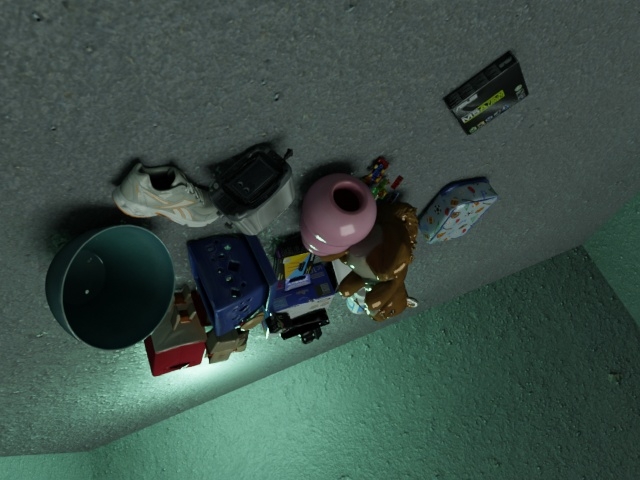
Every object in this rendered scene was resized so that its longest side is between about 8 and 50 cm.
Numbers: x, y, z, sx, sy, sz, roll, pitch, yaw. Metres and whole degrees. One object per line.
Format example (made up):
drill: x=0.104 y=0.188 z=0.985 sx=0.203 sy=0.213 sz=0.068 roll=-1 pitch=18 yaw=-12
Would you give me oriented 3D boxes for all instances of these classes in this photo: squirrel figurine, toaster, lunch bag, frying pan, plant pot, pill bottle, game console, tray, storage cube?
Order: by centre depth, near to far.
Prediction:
toaster: x=-0.148 y=-0.117 z=1.093 sx=0.227 sy=0.129 sz=0.146 roll=-45 pitch=163 yaw=-12
plant pot: x=-0.530 y=0.099 z=1.106 sx=0.195 sy=0.290 sz=0.290 roll=6 pitch=173 yaw=32
plant pot: x=-0.259 y=0.121 z=1.398 sx=0.212 sy=0.236 sz=0.236 roll=-20 pitch=156 yaw=-21
squirrel figurine: x=0.236 y=0.080 z=1.584 sx=0.397 sy=0.281 sz=0.370 roll=-55 pitch=135 yaw=-29
frying pan: x=-0.002 y=0.013 z=1.629 sx=0.326 sy=0.053 sz=0.197 roll=-17 pitch=156 yaw=-6
storage cube: x=-0.526 y=0.341 z=1.645 sx=0.183 sy=0.215 sz=0.193 roll=-9 pitch=146 yaw=-28
lunch bag: x=0.524 y=-0.107 z=1.768 sx=0.243 sy=0.115 sz=0.303 roll=-14 pitch=154 yaw=-26
tray: x=0.114 y=0.095 z=1.776 sx=0.145 sy=0.030 sz=0.270 roll=-28 pitch=128 yaw=-16
pill bottle: x=0.131 y=0.140 z=1.912 sx=0.219 sy=0.123 sz=0.123 roll=-11 pitch=154 yaw=-26
game console: x=-0.063 y=0.395 z=2.010 sx=0.213 sy=0.044 sz=0.361 roll=-19 pitch=156 yaw=-5
pill bottle: x=0.197 y=0.269 z=2.240 sx=0.124 sy=0.124 sz=0.221 roll=-18 pitch=157 yaw=-11

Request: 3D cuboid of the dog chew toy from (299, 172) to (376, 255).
dog chew toy: x=0.032 y=-0.053 z=1.343 sx=0.206 sy=0.207 sz=0.332 roll=-14 pitch=163 yaw=-20

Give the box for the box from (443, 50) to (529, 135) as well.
box: x=0.438 y=-0.376 z=1.206 sx=0.190 sy=0.045 sz=0.184 roll=-34 pitch=157 yaw=21

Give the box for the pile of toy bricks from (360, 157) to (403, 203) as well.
pile of toy bricks: x=0.177 y=-0.154 z=1.388 sx=0.105 sy=0.118 sz=0.212 roll=-45 pitch=170 yaw=-49

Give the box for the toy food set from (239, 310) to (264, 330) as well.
toy food set: x=-0.213 y=0.252 z=1.424 sx=0.082 sy=0.020 sz=0.083 roll=-24 pitch=161 yaw=-27

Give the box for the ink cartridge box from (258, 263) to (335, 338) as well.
ink cartridge box: x=-0.104 y=0.243 z=1.881 sx=0.270 sy=0.151 sz=0.395 roll=-15 pitch=157 yaw=-17

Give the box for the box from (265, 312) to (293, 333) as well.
box: x=-0.154 y=0.310 z=1.725 sx=0.083 sy=0.062 sz=0.052 roll=9 pitch=140 yaw=-48

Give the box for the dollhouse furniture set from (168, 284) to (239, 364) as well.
dollhouse furniture set: x=-0.372 y=0.271 z=1.569 sx=0.262 sy=0.259 sz=0.135 roll=-3 pitch=139 yaw=-34

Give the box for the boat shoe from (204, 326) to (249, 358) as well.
boat shoe: x=-0.463 y=0.432 z=2.034 sx=0.342 sy=0.123 sz=0.123 roll=7 pitch=113 yaw=-41

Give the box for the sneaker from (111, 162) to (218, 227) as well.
sneaker: x=-0.317 y=-0.105 z=1.037 sx=0.262 sy=0.099 sz=0.121 roll=4 pitch=140 yaw=-48

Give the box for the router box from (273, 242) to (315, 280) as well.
router box: x=-0.091 y=0.072 z=1.562 sx=0.133 sy=0.046 sz=0.179 roll=-12 pitch=154 yaw=-15
